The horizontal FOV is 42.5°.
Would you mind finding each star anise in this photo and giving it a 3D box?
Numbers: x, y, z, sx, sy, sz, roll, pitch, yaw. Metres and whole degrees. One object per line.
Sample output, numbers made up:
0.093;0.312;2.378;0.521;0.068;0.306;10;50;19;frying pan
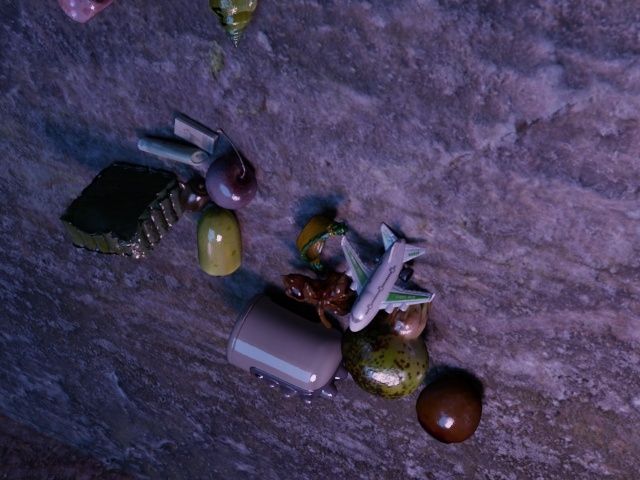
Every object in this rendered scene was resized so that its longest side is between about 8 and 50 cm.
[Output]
-0.001;0.126;2.021;0.212;0.111;0.196;23;153;0;star anise

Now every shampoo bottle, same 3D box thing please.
-0.365;-0.219;1.998;0.190;0.069;0.041;16;113;30;shampoo bottle

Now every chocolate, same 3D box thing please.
0.332;0.419;2.077;0.176;0.177;0.177;20;139;19;chocolate

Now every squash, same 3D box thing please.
-0.256;-0.013;2.088;0.123;0.123;0.187;22;136;17;squash

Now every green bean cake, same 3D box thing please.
-0.496;-0.070;2.092;0.241;0.255;0.132;12;138;21;green bean cake

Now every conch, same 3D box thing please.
-0.167;-0.474;1.586;0.094;0.080;0.201;11;130;1;conch

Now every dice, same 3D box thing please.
-0.497;-0.525;1.750;0.093;0.094;0.091;-16;118;43;dice

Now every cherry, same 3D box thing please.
-0.230;-0.159;1.931;0.188;0.115;0.148;54;177;-11;cherry

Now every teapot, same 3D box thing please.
-0.300;-0.118;2.044;0.121;0.076;0.068;18;137;-23;teapot

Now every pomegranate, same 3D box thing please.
0.178;0.243;1.992;0.222;0.277;0.204;34;178;15;pomegranate

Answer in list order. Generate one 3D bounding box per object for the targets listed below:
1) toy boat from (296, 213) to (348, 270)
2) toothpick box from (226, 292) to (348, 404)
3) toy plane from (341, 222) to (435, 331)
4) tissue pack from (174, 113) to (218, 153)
0.000;0.000;1.921;0.088;0.089;0.229;45;152;9;toy boat
-0.076;0.301;2.178;0.316;0.229;0.229;24;140;13;toothpick box
0.138;0.098;1.875;0.251;0.101;0.255;33;107;20;toy plane
-0.293;-0.250;1.938;0.108;0.023;0.056;29;143;9;tissue pack
